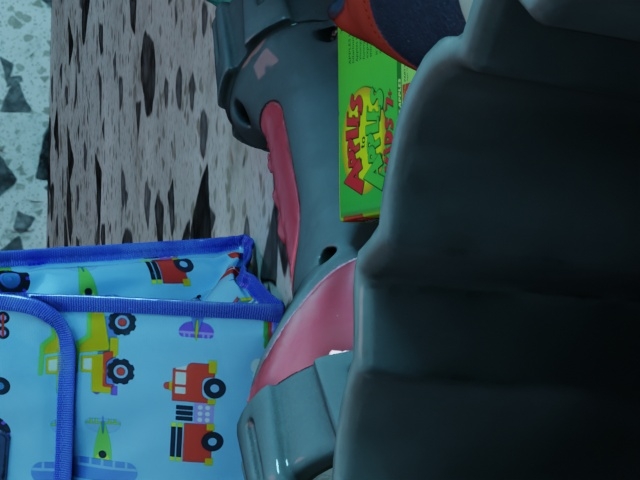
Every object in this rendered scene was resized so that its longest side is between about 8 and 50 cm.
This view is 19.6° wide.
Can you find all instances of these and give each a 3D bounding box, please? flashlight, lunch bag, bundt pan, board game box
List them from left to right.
[{"bbox_3d":[-0.183,0.121,1.190,0.138,0.293,0.221,-122,33,-67],"label":"lunch bag"},{"bbox_3d":[0.000,0.000,0.827,0.103,0.103,0.304,80,178,-47],"label":"flashlight"},{"bbox_3d":[0.043,-0.100,0.726,0.092,0.043,0.181,172,98,-67],"label":"board game box"},{"bbox_3d":[0.096,0.107,0.351,0.331,0.124,0.331,180,90,-78],"label":"bundt pan"}]

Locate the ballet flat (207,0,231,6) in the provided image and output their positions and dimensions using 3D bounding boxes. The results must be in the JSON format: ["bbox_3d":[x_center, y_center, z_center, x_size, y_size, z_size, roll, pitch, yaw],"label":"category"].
[{"bbox_3d":[-0.062,-0.239,1.135,0.087,0.083,0.247,47,-149,-58],"label":"ballet flat"}]

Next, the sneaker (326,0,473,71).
[{"bbox_3d":[0.027,-0.207,0.494,0.148,0.131,0.350,14,112,54],"label":"sneaker"}]
